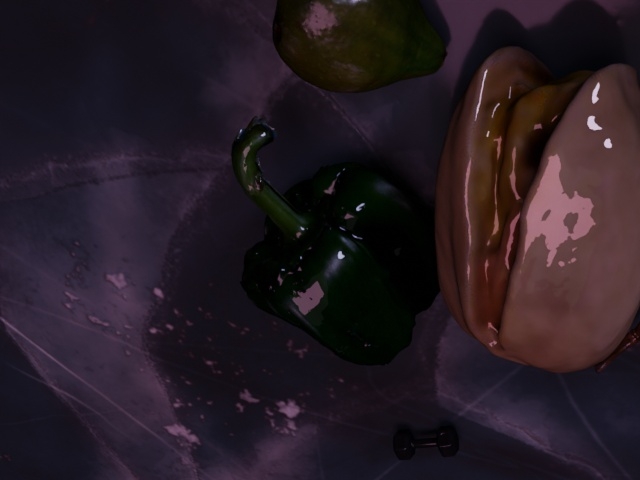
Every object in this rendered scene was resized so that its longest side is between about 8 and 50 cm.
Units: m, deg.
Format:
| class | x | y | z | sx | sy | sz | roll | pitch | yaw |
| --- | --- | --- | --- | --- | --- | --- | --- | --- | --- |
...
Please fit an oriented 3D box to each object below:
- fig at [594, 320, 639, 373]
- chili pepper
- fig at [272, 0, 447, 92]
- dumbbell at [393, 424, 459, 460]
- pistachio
| class | x | y | z | sx | sy | sz | roll | pitch | yaw |
| --- | --- | --- | --- | --- | --- | --- | --- | --- | --- |
| fig | 0.347 | 0.065 | 0.633 | 0.146 | 0.134 | 0.201 | 33 | 144 | 11 |
| chili pepper | 0.000 | 0.000 | 0.656 | 0.261 | 0.174 | 0.165 | 43 | 162 | -15 |
| fig | 0.038 | -0.177 | 0.557 | 0.156 | 0.123 | 0.123 | 17 | 127 | -10 |
| dumbbell | 0.135 | 0.261 | 0.870 | 0.083 | 0.040 | 0.036 | -12 | 87 | 23 |
| pistachio | 0.198 | -0.014 | 0.593 | 0.187 | 0.187 | 0.299 | 6 | 119 | 13 |
